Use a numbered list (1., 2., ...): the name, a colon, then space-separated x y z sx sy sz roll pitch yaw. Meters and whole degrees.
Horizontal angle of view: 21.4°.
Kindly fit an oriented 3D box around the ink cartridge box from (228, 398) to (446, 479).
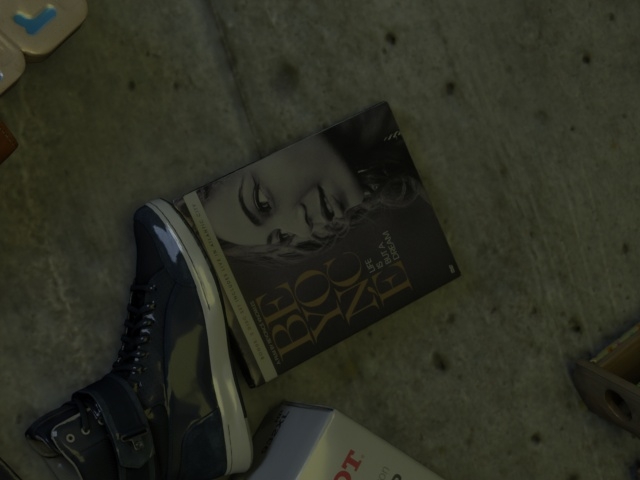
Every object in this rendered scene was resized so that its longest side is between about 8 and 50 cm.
1. ink cartridge box: 0.053 0.300 1.348 0.307 0.129 0.223 35 75 -17

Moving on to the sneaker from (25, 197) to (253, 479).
1. sneaker: -0.154 0.090 1.302 0.163 0.086 0.226 -14 91 -23

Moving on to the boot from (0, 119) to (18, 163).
1. boot: -0.309 -0.002 1.247 0.220 0.109 0.283 -41 94 -23

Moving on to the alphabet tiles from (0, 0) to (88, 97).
1. alphabet tiles: -0.315 -0.222 1.249 0.284 0.021 0.278 43 61 -1

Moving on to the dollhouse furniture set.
1. dollhouse furniture set: 0.336 0.133 1.515 0.182 0.101 0.161 -34 124 -21

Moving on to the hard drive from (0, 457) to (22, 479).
1. hard drive: -0.238 0.279 1.246 0.172 0.054 0.254 -35 100 0

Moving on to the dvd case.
1. dvd case: 0.000 0.000 1.393 0.221 0.018 0.164 -27 97 -28
